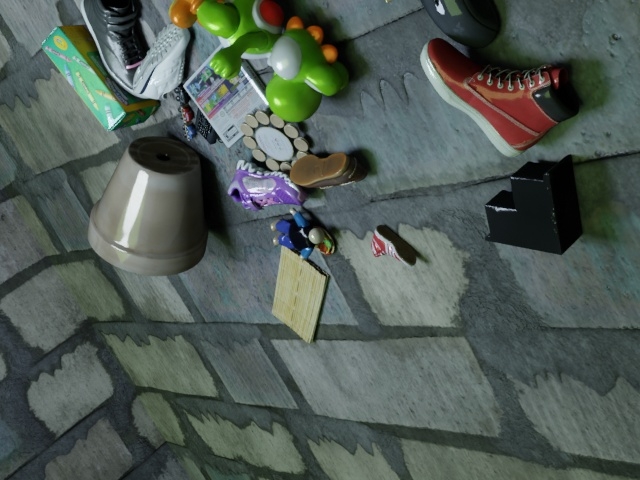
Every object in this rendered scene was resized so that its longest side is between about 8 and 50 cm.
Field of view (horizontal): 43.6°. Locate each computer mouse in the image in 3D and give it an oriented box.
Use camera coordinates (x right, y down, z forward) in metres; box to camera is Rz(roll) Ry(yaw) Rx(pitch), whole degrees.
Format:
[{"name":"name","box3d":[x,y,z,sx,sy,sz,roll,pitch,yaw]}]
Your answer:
[{"name":"computer mouse","box3d":[0.165,-0.408,1.301,0.184,0.060,0.262,-17,108,54]}]

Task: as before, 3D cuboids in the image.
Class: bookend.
[{"name":"bookend","box3d":[0.356,-0.069,1.382,0.157,0.072,0.156,12,129,45]}]

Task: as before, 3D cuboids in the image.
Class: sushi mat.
[{"name":"sushi mat","box3d":[-0.059,0.146,2.131,0.151,0.019,0.316,39,144,21]}]

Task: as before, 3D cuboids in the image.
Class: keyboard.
[{"name":"keyboard","box3d":[-0.271,-0.304,1.945,0.100,0.038,0.192,42,147,14]}]

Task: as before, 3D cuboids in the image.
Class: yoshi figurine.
[{"name":"yoshi figurine","box3d":[-0.122,-0.360,1.584,0.362,0.203,0.203,34,163,11]}]

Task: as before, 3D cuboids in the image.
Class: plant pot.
[{"name":"plant pot","box3d":[-0.441,-0.113,2.128,0.323,0.323,0.280,35,127,24]}]

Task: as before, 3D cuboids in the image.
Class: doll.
[{"name":"doll","box3d":[-0.055,-0.018,1.920,0.189,0.046,0.129,9,112,56]}]

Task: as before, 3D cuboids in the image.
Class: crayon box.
[{"name":"crayon box","box3d":[-0.559,-0.421,2.050,0.081,0.165,0.278,-37,91,27]}]

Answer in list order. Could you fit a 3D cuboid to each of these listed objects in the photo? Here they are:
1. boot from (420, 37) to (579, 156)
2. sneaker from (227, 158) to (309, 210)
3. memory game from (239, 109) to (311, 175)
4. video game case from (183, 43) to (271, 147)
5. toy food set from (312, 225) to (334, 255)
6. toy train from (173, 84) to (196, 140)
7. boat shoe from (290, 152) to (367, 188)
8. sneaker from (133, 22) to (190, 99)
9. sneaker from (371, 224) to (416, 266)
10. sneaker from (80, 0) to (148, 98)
[{"name":"boot","box3d":[0.288,-0.262,1.267,0.244,0.088,0.176,42,147,-5]},{"name":"sneaker","box3d":[-0.130,-0.111,1.878,0.236,0.104,0.095,20,160,41]},{"name":"memory game","box3d":[-0.101,-0.220,1.803,0.186,0.012,0.186,22,146,16]},{"name":"video game case","box3d":[-0.209,-0.332,1.828,0.183,0.023,0.201,54,137,-4]},{"name":"toy food set","box3d":[0.000,0.000,1.921,0.083,0.020,0.082,40,145,18]},{"name":"toy train","box3d":[-0.339,-0.320,2.022,0.036,0.027,0.158,18,134,25]},{"name":"boat shoe","box3d":[0.015,-0.144,1.722,0.073,0.073,0.207,21,170,-35]},{"name":"sneaker","box3d":[-0.362,-0.424,1.908,0.095,0.090,0.235,19,142,-30]},{"name":"sneaker","box3d":[0.157,0.026,1.737,0.118,0.042,0.067,47,143,21]},{"name":"sneaker","box3d":[-0.481,-0.493,1.953,0.147,0.105,0.295,-16,104,60]}]
